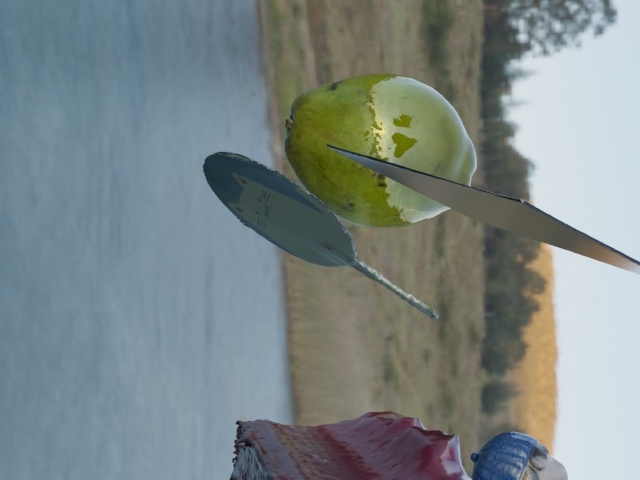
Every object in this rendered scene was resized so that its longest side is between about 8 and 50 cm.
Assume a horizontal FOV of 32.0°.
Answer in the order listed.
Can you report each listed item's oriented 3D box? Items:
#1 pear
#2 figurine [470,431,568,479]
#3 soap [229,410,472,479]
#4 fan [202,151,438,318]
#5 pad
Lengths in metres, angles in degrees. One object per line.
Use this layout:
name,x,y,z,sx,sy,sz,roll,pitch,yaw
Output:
pear,0.080,-0.122,1.518,0.212,0.269,0.212,-164,-90,-78
figurine,0.195,0.225,0.948,0.149,0.087,0.086,40,-39,40
soap,0.013,0.206,0.642,0.325,0.127,0.220,-163,-106,-82
fan,0.000,0.000,0.695,0.005,0.175,0.113,-56,178,-20
pad,0.153,-0.026,0.988,0.299,0.202,0.005,24,-90,59
